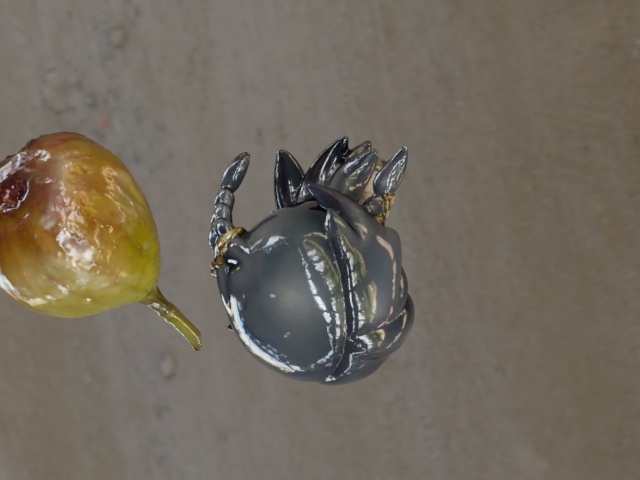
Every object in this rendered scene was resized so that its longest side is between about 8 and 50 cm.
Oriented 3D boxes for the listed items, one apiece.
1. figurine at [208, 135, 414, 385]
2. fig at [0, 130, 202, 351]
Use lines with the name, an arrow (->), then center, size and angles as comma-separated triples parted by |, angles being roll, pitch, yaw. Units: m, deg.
figurine -> -0.002, 0.015, 1.590 | 0.265, 0.197, 0.175 | -117, 11, -62
fig -> -0.188, 0.021, 1.569 | 0.159, 0.159, 0.257 | 7, 149, 50
